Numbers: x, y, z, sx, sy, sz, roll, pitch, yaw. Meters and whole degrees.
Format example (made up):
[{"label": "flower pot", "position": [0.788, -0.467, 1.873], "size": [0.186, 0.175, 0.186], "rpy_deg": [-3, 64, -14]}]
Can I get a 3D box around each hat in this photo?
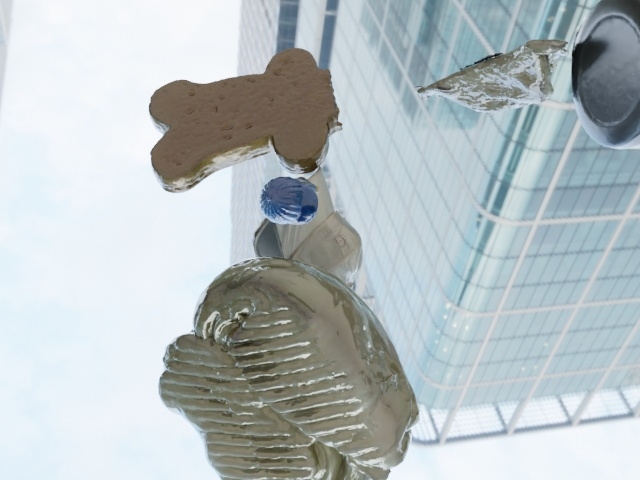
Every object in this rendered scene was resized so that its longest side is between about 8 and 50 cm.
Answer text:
[{"label": "hat", "position": [-0.003, -0.008, 1.448], "size": [0.161, 0.275, 0.232], "rpy_deg": [10, -145, 26]}]

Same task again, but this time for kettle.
[{"label": "kettle", "position": [0.596, -0.217, 1.071], "size": [0.377, 0.250, 0.361], "rpy_deg": [-4, -141, -13]}]

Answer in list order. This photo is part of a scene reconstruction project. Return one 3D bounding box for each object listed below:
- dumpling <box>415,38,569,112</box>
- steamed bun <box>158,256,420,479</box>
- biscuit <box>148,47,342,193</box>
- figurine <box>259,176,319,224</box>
[{"label": "dumpling", "position": [0.316, -0.263, 1.302], "size": [0.166, 0.085, 0.332], "rpy_deg": [1, 179, -29]}, {"label": "steamed bun", "position": [-0.023, 0.172, 0.991], "size": [0.324, 0.309, 0.219], "rpy_deg": [47, -147, 6]}, {"label": "biscuit", "position": [-0.154, -0.234, 1.562], "size": [0.394, 0.076, 0.368], "rpy_deg": [-15, -132, 2]}, {"label": "figurine", "position": [-0.044, -0.072, 1.220], "size": [0.087, 0.086, 0.149], "rpy_deg": [51, -163, -8]}]
